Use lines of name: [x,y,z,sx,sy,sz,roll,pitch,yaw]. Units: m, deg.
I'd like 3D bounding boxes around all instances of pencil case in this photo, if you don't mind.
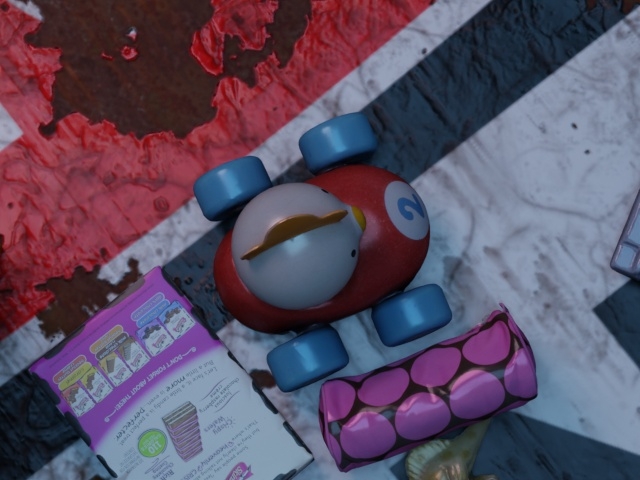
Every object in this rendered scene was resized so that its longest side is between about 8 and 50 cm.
pencil case: [0.097,0.136,1.800,0.209,0.095,0.098,-21,68,3]

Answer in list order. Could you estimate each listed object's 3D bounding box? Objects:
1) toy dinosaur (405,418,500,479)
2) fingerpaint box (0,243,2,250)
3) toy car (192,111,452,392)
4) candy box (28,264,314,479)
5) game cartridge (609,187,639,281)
toy dinosaur: [0.128,0.216,1.811,0.092,0.053,0.183,43,85,8]
fingerpaint box: [-0.404,0.143,1.636,0.163,0.445,0.371,9,82,1]
toy car: [0.000,0.000,1.749,0.210,0.238,0.219,-23,83,-2]
candy box: [-0.137,0.163,1.814,0.159,0.071,0.233,-38,83,-4]
game cartridge: [0.444,-0.009,1.835,0.294,0.060,0.196,23,87,4]
